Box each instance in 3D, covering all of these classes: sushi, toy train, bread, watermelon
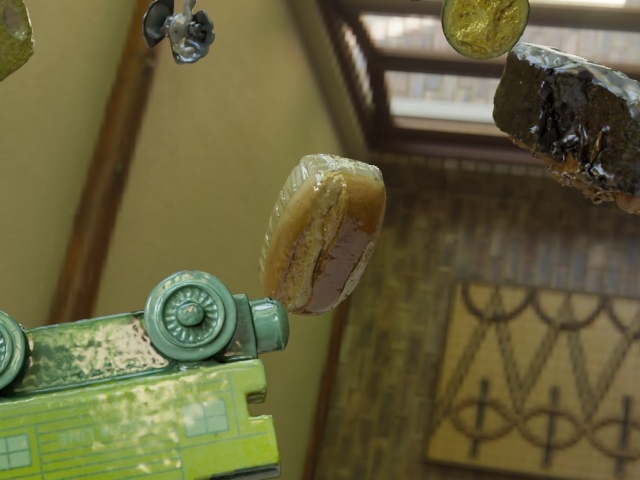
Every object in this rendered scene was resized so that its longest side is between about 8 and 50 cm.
[{"bbox_3d":[0.412,-0.184,2.139,0.234,0.348,0.208,-2,-62,-47],"label":"sushi"},{"bbox_3d":[-0.242,0.191,1.512,0.179,0.442,0.272,106,155,-76],"label":"toy train"},{"bbox_3d":[0.000,0.000,1.797,0.106,0.140,0.236,-102,28,-52],"label":"bread"},{"bbox_3d":[0.186,-0.265,1.569,0.062,0.105,0.106,-120,26,-62],"label":"watermelon"}]

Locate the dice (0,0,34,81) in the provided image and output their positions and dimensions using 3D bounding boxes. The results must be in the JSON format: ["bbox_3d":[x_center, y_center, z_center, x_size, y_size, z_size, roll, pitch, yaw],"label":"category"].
[{"bbox_3d":[-0.422,-0.223,1.428,0.166,0.169,0.169,62,-156,-17],"label":"dice"}]

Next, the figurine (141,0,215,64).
[{"bbox_3d":[-0.195,-0.298,1.902,0.094,0.086,0.082,-65,-20,-1],"label":"figurine"}]
